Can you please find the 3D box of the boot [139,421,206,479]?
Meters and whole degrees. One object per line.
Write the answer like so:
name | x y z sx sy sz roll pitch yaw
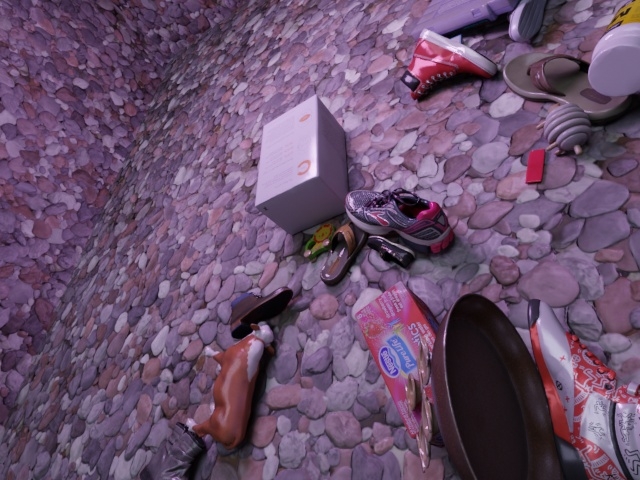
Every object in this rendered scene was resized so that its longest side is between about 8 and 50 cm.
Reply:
boot | -0.333 0.557 0.987 0.246 0.083 0.161 21 71 45

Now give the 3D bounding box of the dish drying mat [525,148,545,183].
dish drying mat | 0.456 -0.157 0.869 0.032 0.008 0.083 -1 62 41

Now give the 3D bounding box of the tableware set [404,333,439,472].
tableware set | 0.143 0.231 0.584 0.020 0.169 0.141 0 40 2

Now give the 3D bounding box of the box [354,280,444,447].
box | 0.181 0.220 0.749 0.122 0.128 0.257 -38 45 13

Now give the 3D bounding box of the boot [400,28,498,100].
boot | 0.343 -0.450 1.128 0.244 0.088 0.176 39 118 29

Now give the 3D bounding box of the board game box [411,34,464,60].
board game box | 0.343 -0.535 1.213 0.154 0.026 0.104 -9 56 35

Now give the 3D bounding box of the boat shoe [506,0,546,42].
boat shoe | 0.531 -0.592 1.071 0.075 0.083 0.226 -1 52 58

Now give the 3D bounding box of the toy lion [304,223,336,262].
toy lion | 0.000 0.000 1.129 0.100 0.034 0.096 -31 39 21

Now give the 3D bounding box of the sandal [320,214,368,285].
sandal | 0.055 0.008 1.051 0.090 0.060 0.219 21 76 46

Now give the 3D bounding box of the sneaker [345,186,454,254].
sneaker | 0.172 -0.075 0.956 0.299 0.112 0.121 23 63 45

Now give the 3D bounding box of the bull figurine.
bull figurine | -0.219 0.344 1.022 0.188 0.101 0.311 -14 51 38

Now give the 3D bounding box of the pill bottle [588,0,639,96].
pill bottle | 0.595 -0.370 0.778 0.119 0.119 0.208 12 51 44

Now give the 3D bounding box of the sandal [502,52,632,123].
sandal | 0.527 -0.356 0.889 0.120 0.086 0.303 -43 43 7

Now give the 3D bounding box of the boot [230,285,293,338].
boot | -0.172 0.166 1.118 0.219 0.082 0.106 -38 47 16

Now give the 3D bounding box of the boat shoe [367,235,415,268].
boat shoe | 0.157 0.025 0.963 0.133 0.049 0.042 26 72 42

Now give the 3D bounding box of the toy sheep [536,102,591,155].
toy sheep | 0.497 -0.224 0.829 0.091 0.091 0.132 -24 62 26

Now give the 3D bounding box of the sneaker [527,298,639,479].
sneaker | 0.406 0.206 0.601 0.144 0.090 0.270 -18 55 29

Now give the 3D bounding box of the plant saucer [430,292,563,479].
plant saucer | 0.240 0.228 0.568 0.050 0.310 0.311 -28 46 37

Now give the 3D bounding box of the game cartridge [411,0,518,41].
game cartridge | 0.442 -0.702 1.180 0.230 0.068 0.355 -61 30 -5

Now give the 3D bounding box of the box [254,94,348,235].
box | -0.051 -0.225 1.225 0.214 0.168 0.346 -22 49 27
